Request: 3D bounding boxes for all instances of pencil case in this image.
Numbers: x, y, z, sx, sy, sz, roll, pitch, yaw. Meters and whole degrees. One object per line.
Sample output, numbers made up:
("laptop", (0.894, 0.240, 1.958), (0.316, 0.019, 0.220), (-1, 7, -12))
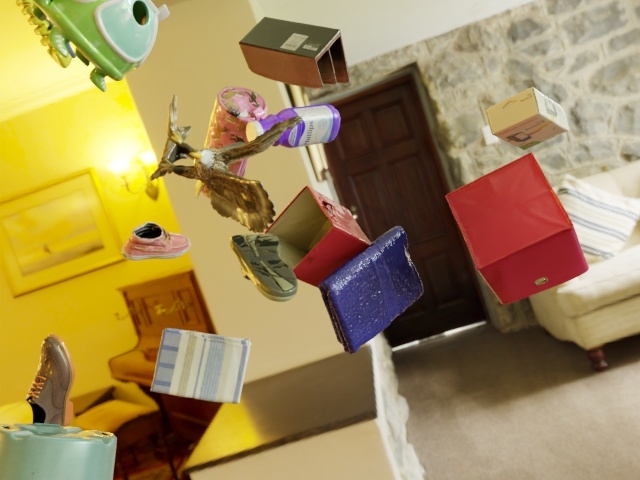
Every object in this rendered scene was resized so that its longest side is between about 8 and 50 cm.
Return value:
("pencil case", (-0.294, -0.304, 1.894), (0.160, 0.167, 0.386), (9, -44, -19))

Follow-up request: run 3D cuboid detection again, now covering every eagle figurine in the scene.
("eagle figurine", (-0.192, -0.154, 1.196), (0.299, 0.226, 0.225), (10, 32, 10))

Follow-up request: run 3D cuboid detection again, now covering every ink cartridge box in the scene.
("ink cartridge box", (0.621, -0.360, 1.748), (0.154, 0.093, 0.212), (-23, -24, 40))

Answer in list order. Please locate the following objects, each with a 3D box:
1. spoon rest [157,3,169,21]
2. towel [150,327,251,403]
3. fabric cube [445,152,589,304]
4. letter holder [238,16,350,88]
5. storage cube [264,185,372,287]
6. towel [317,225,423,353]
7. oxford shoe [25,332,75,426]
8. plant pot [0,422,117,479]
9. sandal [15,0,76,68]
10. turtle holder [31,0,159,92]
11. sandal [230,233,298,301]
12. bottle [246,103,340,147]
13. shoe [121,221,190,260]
("spoon rest", (-0.545, -0.693, 1.595), (0.084, 0.276, 0.137), (-49, -2, -6))
("towel", (-0.375, 0.396, 1.848), (0.285, 0.209, 0.034), (10, -13, -7))
("fabric cube", (0.526, -0.023, 1.556), (0.254, 0.259, 0.258), (-26, -37, 18))
("letter holder", (-0.079, -0.575, 1.901), (0.302, 0.214, 0.152), (21, 61, 28))
("storage cube", (0.000, 0.000, 1.602), (0.215, 0.183, 0.193), (-47, -43, 16))
("towel", (0.134, 0.126, 1.541), (0.308, 0.227, 0.076), (-35, 24, -33))
("oxford shoe", (-0.716, 0.382, 1.537), (0.097, 0.271, 0.098), (5, 10, 30))
("plant pot", (-0.587, 0.566, 1.212), (0.341, 0.333, 0.341), (7, -14, 2))
("sandal", (-0.748, -0.646, 1.605), (0.138, 0.317, 0.126), (-38, 43, -19))
("turtle holder", (-0.522, -0.532, 1.335), (0.227, 0.320, 0.243), (-40, 31, 1))
("sandal", (-0.139, 0.064, 1.343), (0.120, 0.086, 0.302), (0, 29, -19))
("bottle", (-0.079, -0.331, 1.712), (0.283, 0.092, 0.118), (-14, -43, -32))
("shoe", (-0.377, -0.001, 1.385), (0.178, 0.063, 0.081), (-9, -31, -44))
